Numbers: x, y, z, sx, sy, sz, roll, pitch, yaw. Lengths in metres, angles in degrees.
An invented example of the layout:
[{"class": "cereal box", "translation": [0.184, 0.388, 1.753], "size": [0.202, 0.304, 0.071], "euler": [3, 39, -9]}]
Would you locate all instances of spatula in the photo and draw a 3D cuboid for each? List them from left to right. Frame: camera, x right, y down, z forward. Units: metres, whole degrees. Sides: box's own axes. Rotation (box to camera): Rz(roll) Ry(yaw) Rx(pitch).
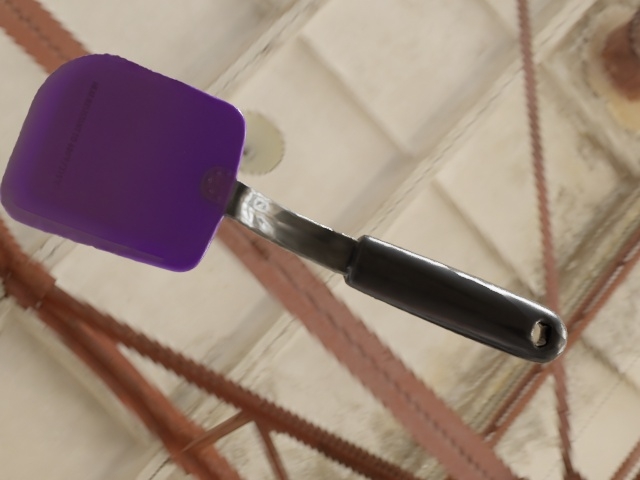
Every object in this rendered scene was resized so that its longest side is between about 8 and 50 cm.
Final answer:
[{"class": "spatula", "translation": [0.000, 0.000, 0.738], "size": [0.296, 0.030, 0.084], "euler": [23, -99, -28]}]
